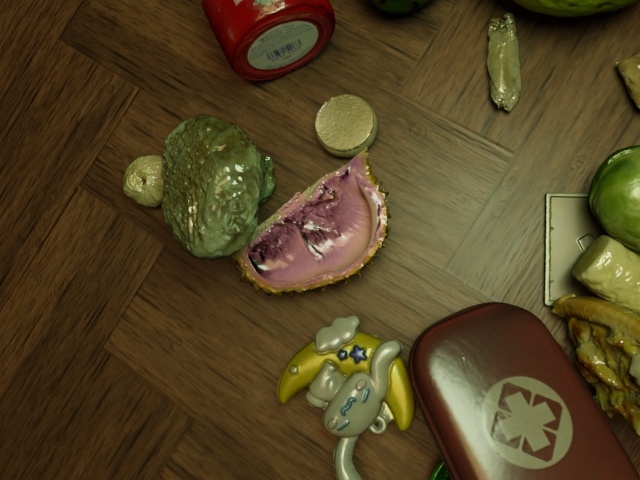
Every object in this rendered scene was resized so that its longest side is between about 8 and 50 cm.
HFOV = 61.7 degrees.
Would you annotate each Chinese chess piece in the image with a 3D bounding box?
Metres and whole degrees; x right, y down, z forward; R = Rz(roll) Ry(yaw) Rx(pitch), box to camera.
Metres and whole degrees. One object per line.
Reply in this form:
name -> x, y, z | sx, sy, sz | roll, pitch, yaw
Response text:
Chinese chess piece -> 0.050, -0.219, 1.035 | 0.122, 0.051, 0.122 | -2, 81, 13

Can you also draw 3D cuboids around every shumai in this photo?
shumai -> -0.150, -0.086, 0.954 | 0.225, 0.222, 0.260 | -50, 48, 30

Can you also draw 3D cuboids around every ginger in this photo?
ginger -> 0.597, -0.263, 0.919 | 0.190, 0.069, 0.095 | 28, 64, 14

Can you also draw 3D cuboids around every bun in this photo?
bun -> -0.354, -0.125, 1.095 | 0.115, 0.069, 0.115 | -2, 81, 12

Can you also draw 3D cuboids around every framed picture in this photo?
framed picture -> 0.469, 0.017, 0.935 | 0.150, 0.015, 0.203 | 2, 82, 11

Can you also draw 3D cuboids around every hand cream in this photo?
hand cream -> -0.094, -0.419, 1.003 | 0.230, 0.230, 0.149 | -26, 82, 7

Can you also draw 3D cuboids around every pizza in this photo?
pizza -> 0.462, 0.208, 0.793 | 0.089, 0.323, 0.223 | -22, 112, -8

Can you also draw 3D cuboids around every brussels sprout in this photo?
brussels sprout -> 0.513, -0.064, 0.866 | 0.146, 0.131, 0.183 | 2, 95, -5

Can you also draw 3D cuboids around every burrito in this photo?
burrito -> 0.338, -0.329, 0.992 | 0.058, 0.045, 0.188 | -3, 84, 18

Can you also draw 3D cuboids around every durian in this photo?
durian -> -0.001, 0.001, 0.991 | 0.341, 0.112, 0.191 | -36, 86, 14

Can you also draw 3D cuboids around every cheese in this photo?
cheese -> 0.496, 0.071, 0.850 | 0.167, 0.123, 0.094 | 40, 115, 11

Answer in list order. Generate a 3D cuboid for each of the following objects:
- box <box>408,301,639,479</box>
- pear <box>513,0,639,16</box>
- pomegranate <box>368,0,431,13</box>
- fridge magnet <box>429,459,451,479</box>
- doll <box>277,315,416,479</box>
box -> 0.305, 0.290, 0.830 | 0.263, 0.108, 0.404 | -20, 64, -10
pear -> 0.412, -0.550, 0.851 | 0.391, 0.391, 0.391 | -2, 82, 11
pomegranate -> 0.139, -0.537, 0.991 | 0.211, 0.211, 0.263 | -49, 52, 2
fridge magnet -> 0.279, 0.439, 0.879 | 0.208, 0.088, 0.208 | -3, 76, 11
doll -> 0.051, 0.267, 0.940 | 0.237, 0.111, 0.252 | 40, 83, 12
